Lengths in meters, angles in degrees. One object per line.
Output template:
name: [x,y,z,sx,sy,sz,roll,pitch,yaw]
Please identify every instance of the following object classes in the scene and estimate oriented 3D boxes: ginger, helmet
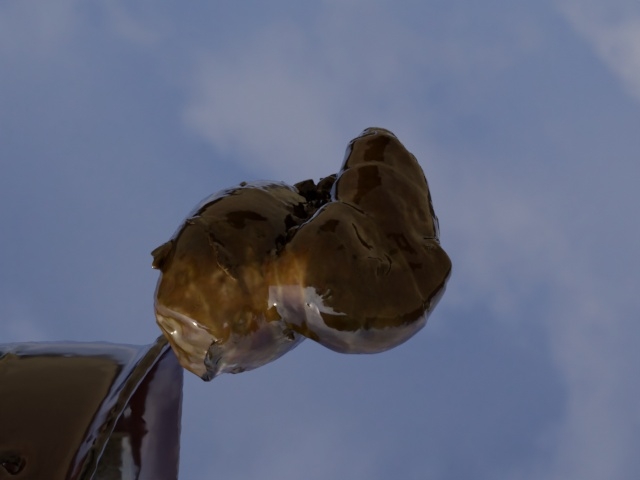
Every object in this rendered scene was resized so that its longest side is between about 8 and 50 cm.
ginger: [0.000,0.000,0.701,0.103,0.073,0.162,-10,-170,12]
helmet: [-0.207,0.204,0.947,0.230,0.337,0.385,9,-157,5]
